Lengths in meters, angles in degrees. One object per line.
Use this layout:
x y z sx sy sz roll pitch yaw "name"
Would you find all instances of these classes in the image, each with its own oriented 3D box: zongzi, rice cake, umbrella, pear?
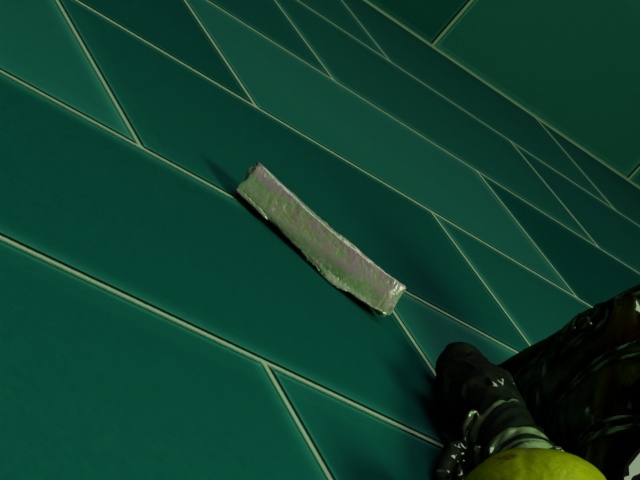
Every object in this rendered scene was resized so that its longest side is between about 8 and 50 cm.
0.368 0.238 1.916 0.362 0.319 0.383 45 29 -28 "zongzi"
0.000 0.000 1.952 0.207 0.047 0.036 42 8 0 "rice cake"
0.159 0.186 1.765 0.113 0.106 0.357 46 5 -19 "umbrella"
0.170 0.235 1.504 0.149 0.149 0.162 42 10 4 "pear"
